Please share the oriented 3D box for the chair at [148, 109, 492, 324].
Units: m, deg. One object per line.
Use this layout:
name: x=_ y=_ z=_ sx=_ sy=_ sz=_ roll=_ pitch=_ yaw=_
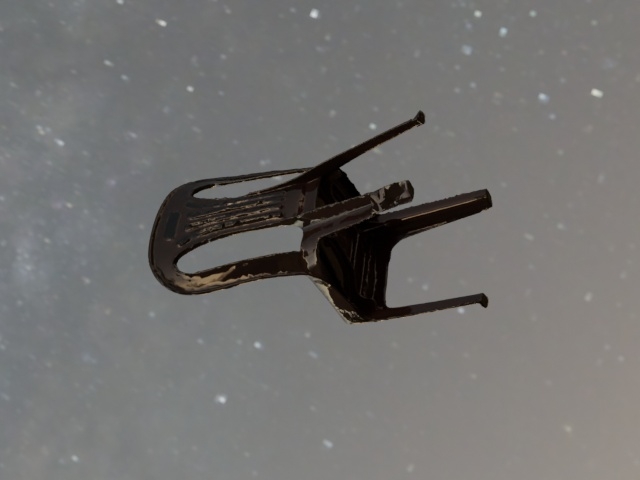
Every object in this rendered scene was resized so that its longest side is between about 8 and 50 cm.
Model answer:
chair: x=0.000 y=0.000 z=1.486 sx=0.183 sy=0.327 sz=0.175 roll=51 pitch=-144 yaw=-38
